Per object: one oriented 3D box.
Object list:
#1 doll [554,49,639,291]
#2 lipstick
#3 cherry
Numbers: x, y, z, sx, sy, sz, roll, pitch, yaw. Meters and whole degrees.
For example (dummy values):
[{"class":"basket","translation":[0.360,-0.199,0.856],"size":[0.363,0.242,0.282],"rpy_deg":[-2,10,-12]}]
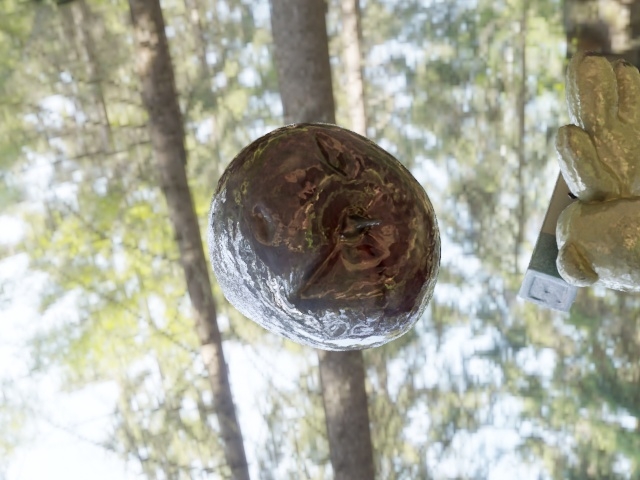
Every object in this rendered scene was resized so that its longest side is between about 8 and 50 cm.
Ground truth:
[{"class":"doll","translation":[0.330,-0.077,1.509],"size":[0.175,0.278,0.149],"rpy_deg":[1,173,-14]},{"class":"lipstick","translation":[0.332,-0.053,1.689],"size":[0.068,0.066,0.317],"rpy_deg":[18,-127,9]},{"class":"cherry","translation":[0.002,0.003,0.906],"size":[0.176,0.176,0.140],"rpy_deg":[20,-117,29]}]
